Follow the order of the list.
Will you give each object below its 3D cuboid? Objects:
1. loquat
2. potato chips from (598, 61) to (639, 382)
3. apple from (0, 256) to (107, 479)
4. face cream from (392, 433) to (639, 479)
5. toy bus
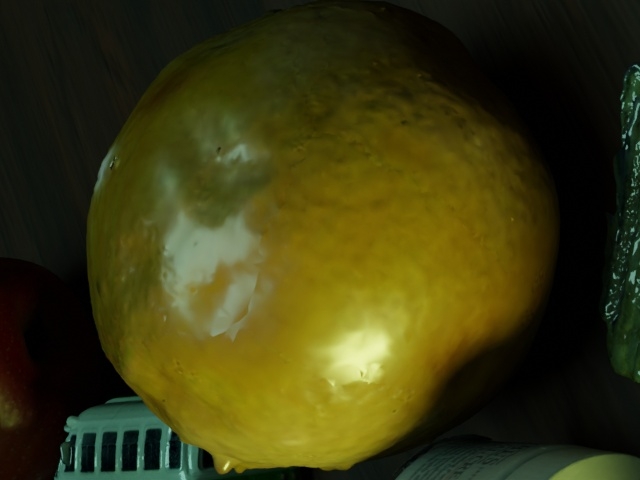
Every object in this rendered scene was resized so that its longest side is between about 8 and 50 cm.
[{"bbox_3d":[0.000,0.000,1.266,0.328,0.328,0.328,5,96,57],"label":"loquat"},{"bbox_3d":[0.215,-0.006,1.200,0.092,0.028,0.207,25,114,53],"label":"potato chips"},{"bbox_3d":[-0.335,0.140,1.846,0.216,0.260,0.260,-34,61,26],"label":"apple"},{"bbox_3d":[0.134,0.216,1.197,0.153,0.177,0.177,-2,90,57],"label":"face cream"},{"bbox_3d":[-0.129,0.214,1.645,0.276,0.134,0.164,-10,84,55],"label":"toy bus"}]
